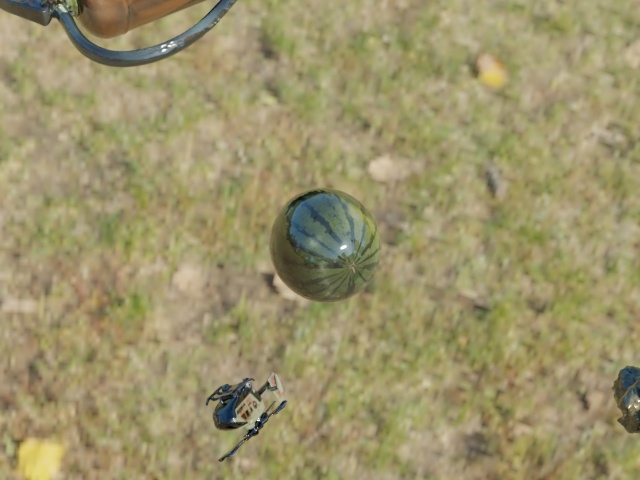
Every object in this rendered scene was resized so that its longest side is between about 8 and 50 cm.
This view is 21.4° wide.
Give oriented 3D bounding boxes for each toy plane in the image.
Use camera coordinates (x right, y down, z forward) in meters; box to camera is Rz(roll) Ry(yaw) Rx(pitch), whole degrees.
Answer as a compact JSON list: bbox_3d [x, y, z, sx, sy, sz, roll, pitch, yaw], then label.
[{"bbox_3d":[-0.059,0.136,1.389,0.031,0.049,0.120,-18,12,28],"label":"toy plane"}]

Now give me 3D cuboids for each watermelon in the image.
[{"bbox_3d":[0.000,0.000,1.583,0.105,0.105,0.133,-5,23,-18],"label":"watermelon"}]

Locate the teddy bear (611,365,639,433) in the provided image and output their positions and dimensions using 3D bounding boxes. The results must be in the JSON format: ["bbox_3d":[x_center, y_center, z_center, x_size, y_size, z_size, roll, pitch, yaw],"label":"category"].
[{"bbox_3d":[0.326,0.154,1.330,0.182,0.129,0.251,-6,-10,36],"label":"teddy bear"}]

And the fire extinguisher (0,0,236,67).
[{"bbox_3d":[-0.153,-0.291,1.808,0.376,0.113,0.200,-24,30,-19],"label":"fire extinguisher"}]
